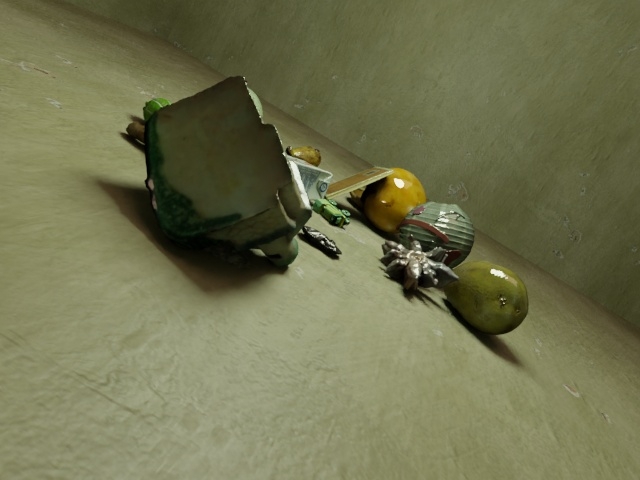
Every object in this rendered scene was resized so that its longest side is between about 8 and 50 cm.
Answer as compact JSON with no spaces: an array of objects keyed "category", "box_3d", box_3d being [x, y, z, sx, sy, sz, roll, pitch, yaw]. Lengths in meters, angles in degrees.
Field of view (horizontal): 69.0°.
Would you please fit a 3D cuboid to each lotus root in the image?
[{"category":"lotus root","box_3d":[-0.077,-0.337,1.881,0.108,0.094,0.191,17,15,35]}]

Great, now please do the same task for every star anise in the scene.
[{"category":"star anise","box_3d":[0.258,0.068,1.251,0.229,0.092,0.236,16,25,17]}]

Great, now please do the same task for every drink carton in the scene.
[{"category":"drink carton","box_3d":[-0.111,-0.197,1.374,0.131,0.106,0.315,31,14,33]}]

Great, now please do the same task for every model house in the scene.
[{"category":"model house","box_3d":[-0.150,-0.096,0.896,0.284,0.243,0.298,52,17,-63]}]

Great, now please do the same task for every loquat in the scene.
[{"category":"loquat","box_3d":[0.258,-0.136,1.635,0.235,0.235,0.235,28,17,-9]}]

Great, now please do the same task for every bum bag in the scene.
[{"category":"bum bag","box_3d":[0.001,-0.001,1.147,0.124,0.034,0.058,32,3,2]}]

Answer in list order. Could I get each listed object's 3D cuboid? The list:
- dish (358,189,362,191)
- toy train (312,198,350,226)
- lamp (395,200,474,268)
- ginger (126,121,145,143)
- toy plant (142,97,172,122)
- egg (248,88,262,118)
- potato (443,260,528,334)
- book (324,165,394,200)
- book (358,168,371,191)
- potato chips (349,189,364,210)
[{"category":"dish","box_3d":[0.253,-0.201,2.059,0.182,0.080,0.243,14,23,-43]},{"category":"toy train","box_3d":[0.036,-0.087,1.426,0.081,0.050,0.122,2,34,-50]},{"category":"lamp","box_3d":[0.358,-0.006,1.447,0.233,0.233,0.265,23,-5,-23]},{"category":"ginger","box_3d":[-0.302,-0.210,1.152,0.333,0.080,0.166,24,6,-31]},{"category":"toy plant","box_3d":[-0.420,-0.332,1.277,0.162,0.092,0.093,34,17,21]},{"category":"egg","box_3d":[-0.316,-0.519,1.853,0.169,0.169,0.231,6,39,-54]},{"category":"potato","box_3d":[0.426,0.142,1.233,0.159,0.174,0.251,33,-1,-26]},{"category":"book","box_3d":[0.108,-0.195,1.566,0.170,0.242,0.018,-138,-153,-71]},{"category":"book","box_3d":[0.229,-0.256,2.027,0.168,0.013,0.192,28,44,36]},{"category":"potato chips","box_3d":[0.195,-0.144,1.830,0.195,0.061,0.208,27,18,7]}]
